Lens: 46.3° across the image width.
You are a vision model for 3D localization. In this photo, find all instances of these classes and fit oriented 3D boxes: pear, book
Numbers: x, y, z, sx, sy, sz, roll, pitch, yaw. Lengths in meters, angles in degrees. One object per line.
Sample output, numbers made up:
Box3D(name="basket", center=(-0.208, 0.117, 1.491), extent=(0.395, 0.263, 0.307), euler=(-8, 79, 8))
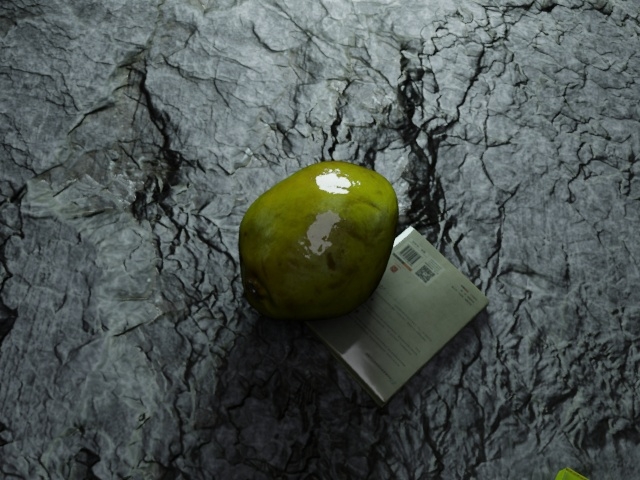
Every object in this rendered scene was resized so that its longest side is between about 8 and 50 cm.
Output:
Box3D(name="pear", center=(0.000, 0.000, 1.250), extent=(0.269, 0.269, 0.321), euler=(37, 48, 12))
Box3D(name="book", center=(0.137, 0.125, 1.334), extent=(0.282, 0.025, 0.215), euler=(-37, 72, -20))

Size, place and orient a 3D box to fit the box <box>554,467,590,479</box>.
Box3D(name="box", center=(0.394, 0.547, 1.152), extent=(0.187, 0.047, 0.335), euler=(30, 65, 9))
